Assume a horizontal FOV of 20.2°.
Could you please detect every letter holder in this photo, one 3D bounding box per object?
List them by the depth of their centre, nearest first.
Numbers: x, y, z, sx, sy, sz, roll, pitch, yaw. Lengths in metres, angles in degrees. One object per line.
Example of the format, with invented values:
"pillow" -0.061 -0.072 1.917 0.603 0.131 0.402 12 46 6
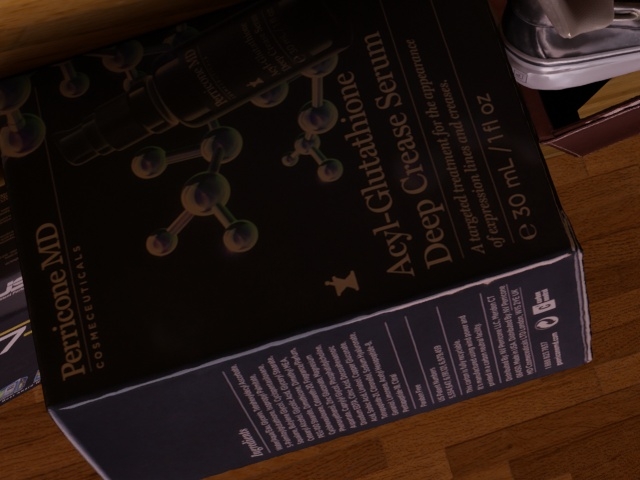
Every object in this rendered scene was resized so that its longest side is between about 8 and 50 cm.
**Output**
"letter holder" 0.306 -0.192 1.748 0.214 0.152 0.302 -20 175 14

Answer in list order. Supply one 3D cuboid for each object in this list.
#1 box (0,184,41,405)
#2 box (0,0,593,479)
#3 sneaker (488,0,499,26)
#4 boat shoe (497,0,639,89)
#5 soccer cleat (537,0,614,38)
"box" -0.249 0.030 1.725 0.395 0.097 0.318 -28 161 -29
"box" -0.023 -0.013 1.400 0.395 0.293 0.212 -18 151 3
"sneaker" 0.039 -0.155 1.587 0.236 0.095 0.104 -26 167 31
"boat shoe" 0.309 -0.222 1.527 0.335 0.121 0.119 -22 153 -16
"soccer cleat" 0.224 -0.220 1.021 0.116 0.143 0.331 -15 173 -31
